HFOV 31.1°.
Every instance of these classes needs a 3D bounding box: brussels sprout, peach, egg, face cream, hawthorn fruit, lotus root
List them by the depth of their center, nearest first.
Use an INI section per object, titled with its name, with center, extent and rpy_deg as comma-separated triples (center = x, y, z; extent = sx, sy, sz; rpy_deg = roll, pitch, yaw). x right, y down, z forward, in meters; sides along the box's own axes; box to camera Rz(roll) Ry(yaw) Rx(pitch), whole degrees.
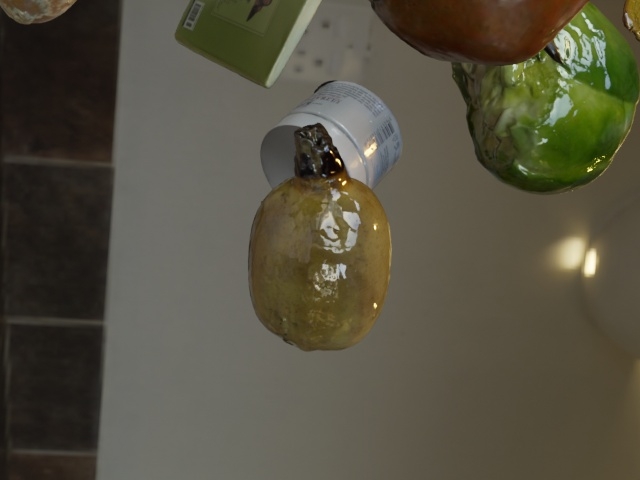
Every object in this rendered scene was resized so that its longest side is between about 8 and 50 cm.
[hawthorn fruit]
center = 0.170, -0.303, 1.178
extent = 0.301, 0.268, 0.268
rpy_deg = 52, -6, -8
[peach]
center = 0.418, -0.280, 1.396
extent = 0.061, 0.098, 0.098
rpy_deg = -34, 136, -61
[lotus root]
center = 0.000, 0.000, 1.439
extent = 0.182, 0.183, 0.309
rpy_deg = -101, -168, -58
[face cream]
center = 0.019, -0.140, 1.788
extent = 0.153, 0.177, 0.177
rpy_deg = -46, 160, -39
[brussels sprout]
center = 0.371, -0.260, 1.945
extent = 0.276, 0.315, 0.371
rpy_deg = -39, -114, 56
[egg]
center = -0.502, -0.500, 2.050
extent = 0.233, 0.195, 0.195
rpy_deg = -64, -166, 10

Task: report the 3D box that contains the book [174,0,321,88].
[book]
center = -0.114, -0.395, 1.890
extent = 0.352, 0.035, 0.239
rpy_deg = 35, -82, 52
